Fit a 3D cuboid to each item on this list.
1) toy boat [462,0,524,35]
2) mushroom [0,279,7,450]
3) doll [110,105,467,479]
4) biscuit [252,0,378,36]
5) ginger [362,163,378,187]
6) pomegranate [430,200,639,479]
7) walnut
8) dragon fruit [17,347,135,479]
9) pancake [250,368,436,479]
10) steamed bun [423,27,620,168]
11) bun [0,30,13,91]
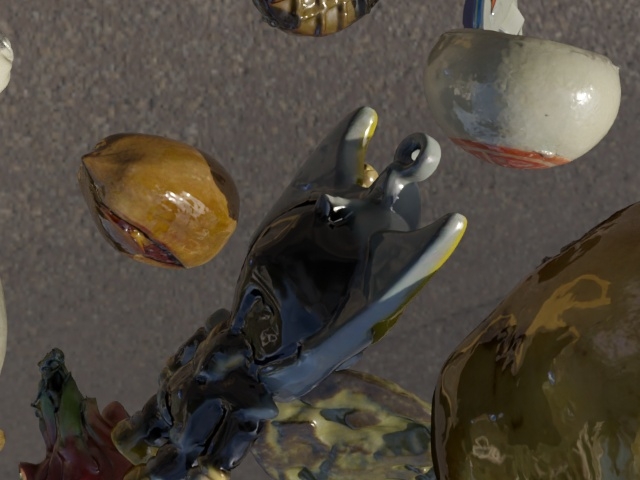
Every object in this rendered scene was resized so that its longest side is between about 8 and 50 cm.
[{"bbox_3d":[0.294,-0.392,1.766,0.088,0.129,0.295,22,159,21],"label":"toy boat"},{"bbox_3d":[-0.508,0.144,1.484,0.128,0.350,0.128,-6,168,-1],"label":"mushroom"},{"bbox_3d":[-0.026,0.056,0.695,0.103,0.145,0.316,40,102,-13],"label":"doll"},{"bbox_3d":[0.006,-0.507,1.764,0.332,0.103,0.332,-21,127,-31],"label":"biscuit"},{"bbox_3d":[0.000,0.000,1.592,0.086,0.131,0.294,27,121,-24],"label":"ginger"},{"bbox_3d":[0.241,0.135,0.699,0.332,0.332,0.332,-5,149,-3],"label":"pomegranate"},{"bbox_3d":[-0.256,-0.070,1.609,0.203,0.203,0.298,-26,141,28],"label":"walnut"},{"bbox_3d":[-0.173,0.193,0.841,0.137,0.135,0.236,0,106,11],"label":"dragon fruit"},{"bbox_3d":[0.043,0.277,1.408,0.294,0.049,0.294,5,129,6],"label":"pancake"},{"bbox_3d":[0.279,-0.192,1.484,0.283,0.177,0.283,11,-175,-1],"label":"steamed bun"},{"bbox_3d":[-0.644,-0.352,1.971,0.120,0.173,0.173,-30,158,-26],"label":"bun"}]
